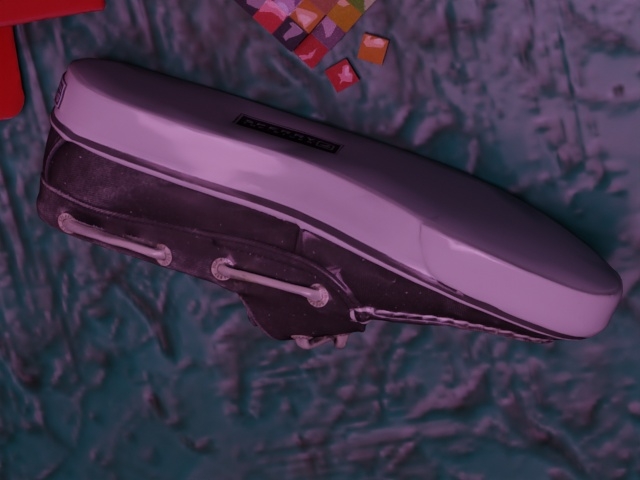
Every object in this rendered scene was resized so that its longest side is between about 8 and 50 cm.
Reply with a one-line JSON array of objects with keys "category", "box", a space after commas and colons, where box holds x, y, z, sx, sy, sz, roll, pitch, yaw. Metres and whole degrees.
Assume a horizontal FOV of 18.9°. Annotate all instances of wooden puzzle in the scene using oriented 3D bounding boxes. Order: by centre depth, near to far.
[{"category": "wooden puzzle", "box": [-0.005, -0.096, 0.706, 0.083, 0.006, 0.049, 42, 110, -4]}]

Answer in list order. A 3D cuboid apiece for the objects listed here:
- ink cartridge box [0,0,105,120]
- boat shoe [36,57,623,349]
[{"category": "ink cartridge box", "box": [-0.152, -0.138, 0.647, 0.078, 0.134, 0.231, 16, 117, 51]}, {"category": "boat shoe", "box": [0.000, 0.000, 0.702, 0.219, 0.078, 0.070, 21, 109, 13]}]
